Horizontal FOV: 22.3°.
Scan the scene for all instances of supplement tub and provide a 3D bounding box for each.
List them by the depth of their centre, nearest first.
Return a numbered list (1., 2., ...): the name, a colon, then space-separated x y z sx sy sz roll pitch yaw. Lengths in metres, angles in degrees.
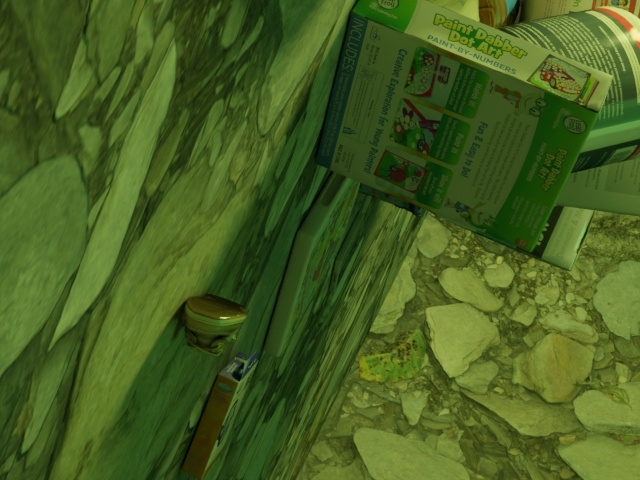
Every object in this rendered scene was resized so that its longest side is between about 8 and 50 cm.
1. supplement tub: 0.257 -0.166 1.925 0.272 0.191 0.191 -13 144 -26

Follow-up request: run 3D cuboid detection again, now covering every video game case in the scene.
1. video game case: 0.000 0.000 1.945 0.227 0.026 0.206 108 9 -48
2. video game case: 0.039 0.018 2.426 0.122 0.011 0.087 100 15 -66

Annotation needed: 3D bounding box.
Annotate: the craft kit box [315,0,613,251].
1. craft kit box: 0.132 -0.115 1.590 0.061 0.247 0.250 -61 173 -32

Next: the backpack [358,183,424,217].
1. backpack: 0.143 -0.102 2.088 0.158 0.173 0.117 103 12 -65

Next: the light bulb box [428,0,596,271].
1. light bulb box: 0.291 -0.182 2.399 0.361 0.225 0.358 -131 -117 -76

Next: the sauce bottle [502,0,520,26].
1. sauce bottle: 0.202 -0.302 2.141 0.344 0.111 0.111 -64 175 -52

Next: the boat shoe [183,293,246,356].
1. boat shoe: -0.088 0.072 1.339 0.135 0.050 0.045 4 104 -84

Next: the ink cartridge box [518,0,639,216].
1. ink cartridge box: 0.386 -0.198 2.129 0.130 0.272 0.309 -90 -171 -75

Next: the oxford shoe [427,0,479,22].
1. oxford shoe: 0.137 -0.194 1.695 0.140 0.146 0.397 -43 163 -23

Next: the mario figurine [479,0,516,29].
1. mario figurine: 0.209 -0.350 1.879 0.320 0.198 0.170 -44 142 -43

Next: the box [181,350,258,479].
1. box: -0.104 0.179 1.731 0.081 0.028 0.136 -46 157 -72
